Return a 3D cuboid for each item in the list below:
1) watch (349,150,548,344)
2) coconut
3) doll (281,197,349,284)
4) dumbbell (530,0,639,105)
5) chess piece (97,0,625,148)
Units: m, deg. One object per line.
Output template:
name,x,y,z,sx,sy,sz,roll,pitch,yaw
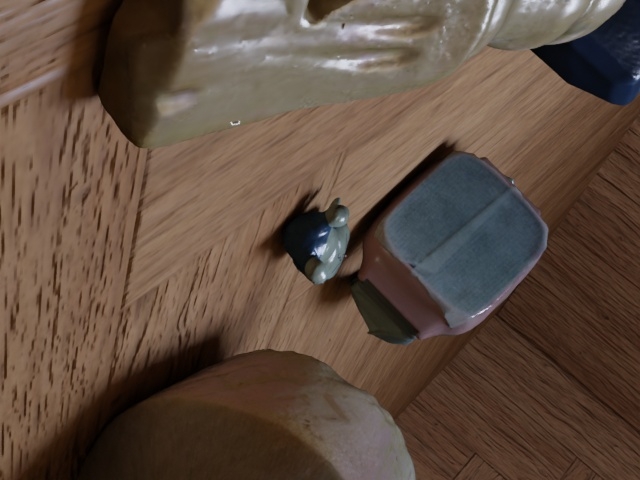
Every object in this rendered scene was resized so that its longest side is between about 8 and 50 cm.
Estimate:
watch,0.133,0.018,1.112,0.253,0.162,0.241,-40,175,-24
coconut,-0.059,0.254,0.799,0.329,0.329,0.329,-45,165,-16
doll,0.000,0.000,0.818,0.076,0.050,0.083,-67,165,-5
dumbbell,0.329,-0.285,0.897,0.316,0.156,0.143,-50,-165,2
chess piece,0.030,-0.134,0.482,0.301,0.137,0.137,-26,155,-33
